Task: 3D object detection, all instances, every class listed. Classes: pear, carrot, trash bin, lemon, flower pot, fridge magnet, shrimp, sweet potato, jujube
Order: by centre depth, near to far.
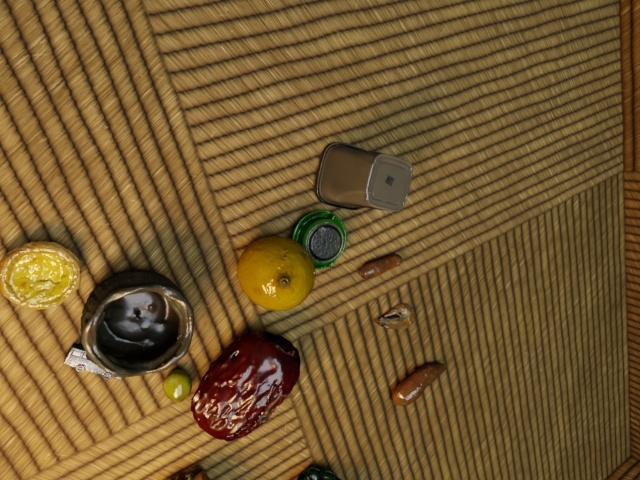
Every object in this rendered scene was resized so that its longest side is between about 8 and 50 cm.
[{"bbox_3d":[-0.501,0.238,1.149,0.302,0.213,0.301,-4,98,-28],"label":"flower pot"},{"bbox_3d":[-0.141,0.096,1.292,0.229,0.254,0.228,-25,126,-39],"label":"lemon"},{"bbox_3d":[-0.447,0.455,1.303,0.092,0.097,0.092,-6,133,-7],"label":"pear"},{"bbox_3d":[-0.231,0.453,1.333,0.376,0.258,0.258,-46,117,-18],"label":"jujube"},{"bbox_3d":[0.144,-0.198,1.356,0.219,0.250,0.219,7,98,-34],"label":"trash bin"},{"bbox_3d":[0.000,0.000,1.419,0.208,0.088,0.207,-6,104,-25],"label":"fridge magnet"},{"bbox_3d":[0.230,0.094,1.572,0.186,0.060,0.060,-21,110,-23],"label":"carrot"},{"bbox_3d":[0.297,0.307,1.664,0.190,0.042,0.101,-5,83,-25],"label":"shrimp"},{"bbox_3d":[0.418,0.591,1.756,0.292,0.097,0.097,-30,113,-19],"label":"sweet potato"}]

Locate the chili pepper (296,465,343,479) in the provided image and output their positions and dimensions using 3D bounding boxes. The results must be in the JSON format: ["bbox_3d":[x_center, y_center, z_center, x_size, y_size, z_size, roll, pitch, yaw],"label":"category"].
[{"bbox_3d":[-0.014,1.016,1.569,0.234,0.248,0.256,23,96,-1],"label":"chili pepper"}]

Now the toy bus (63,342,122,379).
[{"bbox_3d":[-0.644,0.351,1.207,0.166,0.047,0.065,29,84,-28],"label":"toy bus"}]

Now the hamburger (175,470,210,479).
[{"bbox_3d":[-0.426,0.891,1.314,0.212,0.274,0.274,-23,111,-17],"label":"hamburger"}]

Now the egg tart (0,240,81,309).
[{"bbox_3d":[-0.728,0.087,1.091,0.191,0.074,0.191,-6,104,-24],"label":"egg tart"}]
